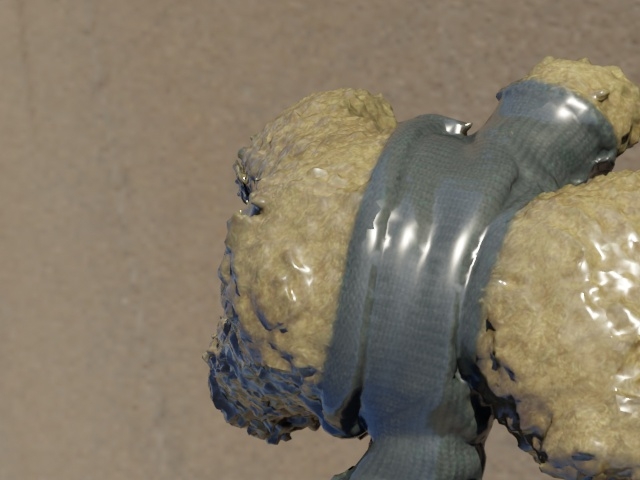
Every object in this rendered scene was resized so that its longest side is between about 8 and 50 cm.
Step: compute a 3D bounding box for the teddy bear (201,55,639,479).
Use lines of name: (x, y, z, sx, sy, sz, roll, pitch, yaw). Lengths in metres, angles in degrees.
teddy bear: (0.030, 0.018, 0.595, 0.251, 0.129, 0.182, 7, 84, 48)
